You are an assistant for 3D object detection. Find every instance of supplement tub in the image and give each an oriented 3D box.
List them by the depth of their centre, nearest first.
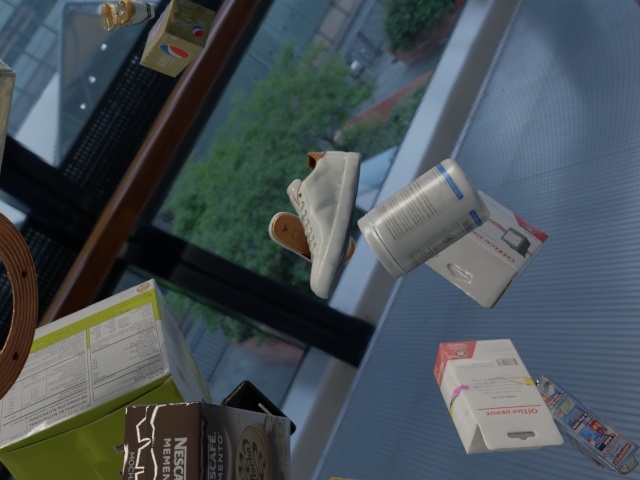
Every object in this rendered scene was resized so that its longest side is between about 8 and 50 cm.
[{"bbox_3d":[0.097,-0.021,0.690,0.107,0.071,0.071,-33,22,10],"label":"supplement tub"}]

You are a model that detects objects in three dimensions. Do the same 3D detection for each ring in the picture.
[{"bbox_3d":[-0.549,0.107,1.133,0.336,0.032,0.336,1,-90,-76],"label":"ring"}]

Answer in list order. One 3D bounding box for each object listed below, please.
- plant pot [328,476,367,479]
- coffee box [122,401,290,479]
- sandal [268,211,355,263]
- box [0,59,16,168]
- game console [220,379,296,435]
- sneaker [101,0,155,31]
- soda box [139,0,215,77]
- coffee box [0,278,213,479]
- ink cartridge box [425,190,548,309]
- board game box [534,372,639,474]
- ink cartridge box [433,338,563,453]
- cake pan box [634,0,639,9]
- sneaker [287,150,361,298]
[{"bbox_3d":[0.089,0.558,1.264,0.212,0.212,0.187,-7,21,35],"label":"plant pot"},{"bbox_3d":[-0.151,0.331,1.060,0.119,0.297,0.168,-8,71,19],"label":"coffee box"},{"bbox_3d":[-0.004,0.010,1.705,0.076,0.265,0.101,20,90,49],"label":"sandal"},{"bbox_3d":[-0.609,-0.162,1.209,0.148,0.121,0.311,35,119,31],"label":"box"},{"bbox_3d":[-0.106,0.299,1.271,0.107,0.122,0.071,-47,-1,23],"label":"game console"},{"bbox_3d":[-0.206,-0.240,0.789,0.083,0.037,0.031,16,112,48],"label":"sneaker"},{"bbox_3d":[-0.216,-0.298,1.096,0.181,0.061,0.058,-5,69,65],"label":"soda box"},{"bbox_3d":[-0.412,0.351,1.501,0.338,0.337,0.334,-23,34,-6],"label":"coffee box"},{"bbox_3d":[0.408,0.014,1.823,0.306,0.226,0.131,-29,-28,-58],"label":"ink cartridge box"},{"bbox_3d":[0.478,0.347,1.298,0.060,0.194,0.194,-46,37,-4],"label":"board game box"},{"bbox_3d":[0.246,0.231,1.040,0.198,0.116,0.067,-106,18,-54],"label":"ink cartridge box"},{"bbox_3d":[0.479,-0.362,0.909,0.246,0.267,0.070,24,88,45],"label":"cake pan box"},{"bbox_3d":[-0.006,-0.033,1.293,0.106,0.123,0.290,92,-173,-59],"label":"sneaker"}]
